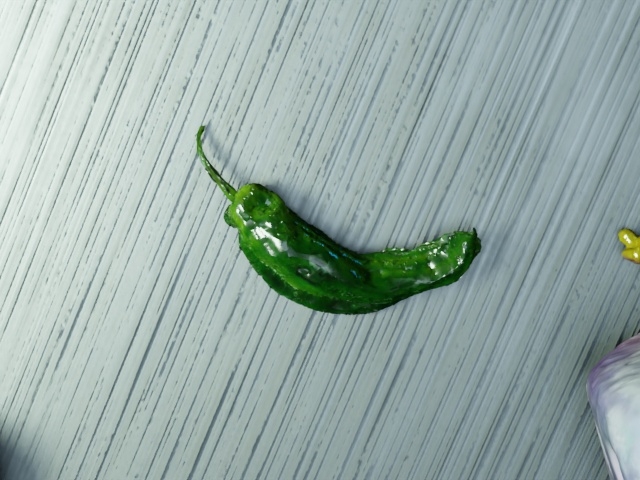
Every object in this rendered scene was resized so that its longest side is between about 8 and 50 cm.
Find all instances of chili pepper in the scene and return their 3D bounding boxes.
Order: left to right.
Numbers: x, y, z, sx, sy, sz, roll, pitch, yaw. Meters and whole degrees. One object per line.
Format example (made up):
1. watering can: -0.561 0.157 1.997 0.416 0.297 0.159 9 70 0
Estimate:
1. chili pepper: 0.000 0.001 1.687 0.278 0.065 0.122 21 90 -4

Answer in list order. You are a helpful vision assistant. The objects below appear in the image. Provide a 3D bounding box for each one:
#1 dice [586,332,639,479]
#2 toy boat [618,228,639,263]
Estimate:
1. dice: 0.393 0.202 1.606 0.270 0.270 0.271 -18 99 4
2. toy boat: 0.415 -0.017 1.624 0.318 0.141 0.099 -22 70 24
